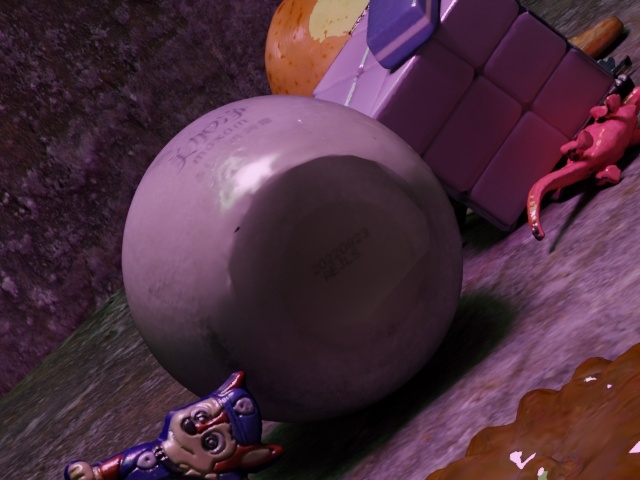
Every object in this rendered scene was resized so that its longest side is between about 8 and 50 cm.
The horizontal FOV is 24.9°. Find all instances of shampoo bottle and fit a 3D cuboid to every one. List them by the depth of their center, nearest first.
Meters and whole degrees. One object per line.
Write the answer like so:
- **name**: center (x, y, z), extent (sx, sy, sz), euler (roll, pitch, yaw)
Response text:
- **shampoo bottle**: center (-0.026, 0.020, 1.420), extent (0.322, 0.322, 0.317), euler (-39, 21, -15)

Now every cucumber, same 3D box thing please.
- **cucumber**: center (0.133, -0.024, 1.858), extent (0.053, 0.053, 0.181), euler (-40, 11, -20)

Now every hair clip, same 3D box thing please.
- **hair clip**: center (0.355, -0.196, 1.913), extent (0.173, 0.049, 0.049), euler (-45, 12, -34)

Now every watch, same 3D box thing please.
- **watch**: center (-0.123, 0.241, 1.248), extent (0.196, 0.171, 0.200), euler (-28, -6, -19)

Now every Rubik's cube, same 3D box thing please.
- **Rubik's cube**: center (0.158, -0.181, 1.689), extent (0.221, 0.224, 0.231), euler (-56, 24, 6)

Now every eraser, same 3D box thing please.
- **eraser**: center (0.093, -0.289, 1.622), extent (0.082, 0.036, 0.225), euler (-37, 32, 35)

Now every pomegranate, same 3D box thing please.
- **pomegranate**: center (0.105, -0.216, 2.074), extent (0.410, 0.410, 0.410), euler (-36, 9, 7)

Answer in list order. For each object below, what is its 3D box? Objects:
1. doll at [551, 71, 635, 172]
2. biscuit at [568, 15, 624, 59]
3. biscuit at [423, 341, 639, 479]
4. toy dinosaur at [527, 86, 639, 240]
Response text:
- **doll**: center (0.291, -0.133, 1.774), extent (0.219, 0.067, 0.091), euler (-41, 27, -11)
- **biscuit**: center (0.364, -0.264, 2.246), extent (0.260, 0.041, 0.203), euler (-40, 13, -15)
- **biscuit**: center (0.142, 0.161, 0.795), extent (0.325, 0.107, 0.326), euler (-36, 13, 9)
- **toy dinosaur**: center (0.276, -0.074, 1.595), extent (0.286, 0.070, 0.139), euler (-46, 2, -30)
